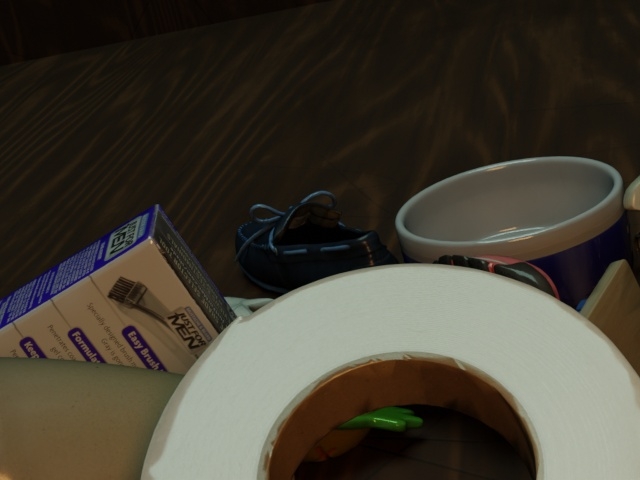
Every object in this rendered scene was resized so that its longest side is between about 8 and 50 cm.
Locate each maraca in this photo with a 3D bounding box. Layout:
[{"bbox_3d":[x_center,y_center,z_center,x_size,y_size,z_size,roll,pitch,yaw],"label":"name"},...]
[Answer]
[{"bbox_3d":[0.004,0.165,1.389,0.186,0.099,0.127,6,6,-8],"label":"maraca"}]

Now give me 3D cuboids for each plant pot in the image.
[{"bbox_3d":[-0.172,0.209,1.224,0.274,0.256,0.256,-6,15,-26],"label":"plant pot"}]

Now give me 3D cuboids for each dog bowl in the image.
[{"bbox_3d":[0.226,-0.003,1.672,0.265,0.104,0.265,-12,19,4],"label":"dog bowl"}]

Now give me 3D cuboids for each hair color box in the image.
[{"bbox_3d":[-0.245,0.136,1.362,0.339,0.185,0.110,-30,19,9],"label":"hair color box"}]

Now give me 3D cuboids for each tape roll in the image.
[{"bbox_3d":[0.061,0.186,1.060,0.392,0.072,0.392,-5,52,6],"label":"tape roll"}]

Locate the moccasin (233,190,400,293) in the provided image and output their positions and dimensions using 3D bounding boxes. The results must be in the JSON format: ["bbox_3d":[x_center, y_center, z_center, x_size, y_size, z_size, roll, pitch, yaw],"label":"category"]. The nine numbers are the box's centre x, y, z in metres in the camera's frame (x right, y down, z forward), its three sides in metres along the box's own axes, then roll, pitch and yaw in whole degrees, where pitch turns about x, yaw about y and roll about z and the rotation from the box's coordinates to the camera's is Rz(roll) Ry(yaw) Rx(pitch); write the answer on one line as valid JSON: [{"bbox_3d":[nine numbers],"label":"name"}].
[{"bbox_3d":[0.000,0.000,1.795,0.138,0.116,0.342,-26,23,-29],"label":"moccasin"}]

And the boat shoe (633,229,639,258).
[{"bbox_3d":[0.380,0.031,1.529,0.070,0.077,0.219,-12,12,5],"label":"boat shoe"}]

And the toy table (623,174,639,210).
[{"bbox_3d":[0.465,-0.105,1.600,0.252,0.160,0.274,3,-2,3],"label":"toy table"}]

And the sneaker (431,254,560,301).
[{"bbox_3d":[0.158,0.075,1.387,0.136,0.115,0.314,-9,-10,-26],"label":"sneaker"}]

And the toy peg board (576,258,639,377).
[{"bbox_3d":[0.243,0.128,1.253,0.079,0.160,0.161,-20,14,34],"label":"toy peg board"}]

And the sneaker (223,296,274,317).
[{"bbox_3d":[-0.112,0.128,1.564,0.118,0.110,0.292,-2,22,8],"label":"sneaker"}]
